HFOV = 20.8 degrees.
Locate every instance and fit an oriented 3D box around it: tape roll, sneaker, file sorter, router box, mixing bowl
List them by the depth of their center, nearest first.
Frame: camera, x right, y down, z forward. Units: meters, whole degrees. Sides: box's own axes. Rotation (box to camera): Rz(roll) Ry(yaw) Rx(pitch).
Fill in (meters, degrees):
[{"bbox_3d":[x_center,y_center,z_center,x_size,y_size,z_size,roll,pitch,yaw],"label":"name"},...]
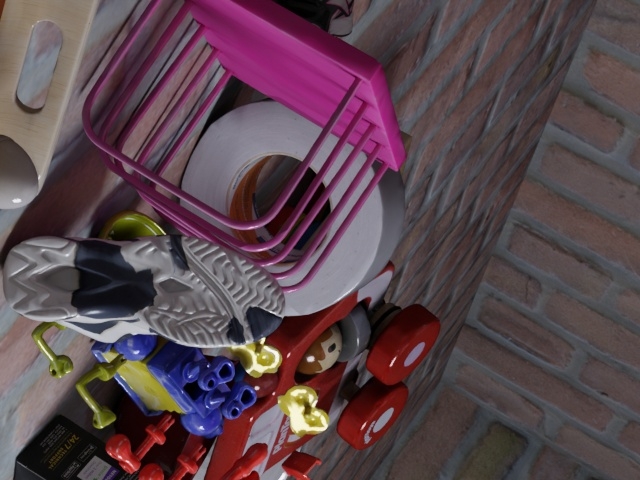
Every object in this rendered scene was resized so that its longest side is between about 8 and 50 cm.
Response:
[{"bbox_3d":[-0.147,0.043,1.500,0.153,0.235,0.094,91,-1,-89],"label":"sneaker"},{"bbox_3d":[-0.066,-0.087,1.525,0.182,0.202,0.290,-57,168,-6],"label":"file sorter"},{"bbox_3d":[-0.009,-0.242,1.747,0.178,0.072,0.077,-50,155,-69],"label":"sneaker"},{"bbox_3d":[-0.029,-0.037,1.750,0.219,0.219,0.072,-64,166,18],"label":"tape roll"},{"bbox_3d":[-0.218,0.357,1.858,0.081,0.243,0.309,-49,165,-41],"label":"router box"},{"bbox_3d":[-0.172,0.198,1.990,0.181,0.098,0.181,-61,171,-18],"label":"mixing bowl"}]

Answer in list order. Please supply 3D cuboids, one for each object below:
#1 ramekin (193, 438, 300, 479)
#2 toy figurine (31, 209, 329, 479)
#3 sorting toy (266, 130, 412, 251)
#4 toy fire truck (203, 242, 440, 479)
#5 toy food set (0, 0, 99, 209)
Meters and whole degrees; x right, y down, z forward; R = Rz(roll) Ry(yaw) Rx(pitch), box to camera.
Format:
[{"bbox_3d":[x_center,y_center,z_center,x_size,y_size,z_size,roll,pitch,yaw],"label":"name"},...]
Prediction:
[{"bbox_3d":[-0.139,0.324,2.373,0.273,0.127,0.273,-56,167,-20],"label":"ramekin"},{"bbox_3d":[-0.183,0.131,1.733,0.191,0.217,0.362,-50,122,-20],"label":"toy figurine"},{"bbox_3d":[0.000,0.000,2.261,0.257,0.089,0.255,-52,165,-32],"label":"sorting toy"},{"bbox_3d":[-0.015,0.155,2.036,0.254,0.169,0.302,-34,154,-41],"label":"toy fire truck"},{"bbox_3d":[-0.249,-0.065,1.093,0.306,0.092,0.219,-42,159,-56],"label":"toy food set"}]
